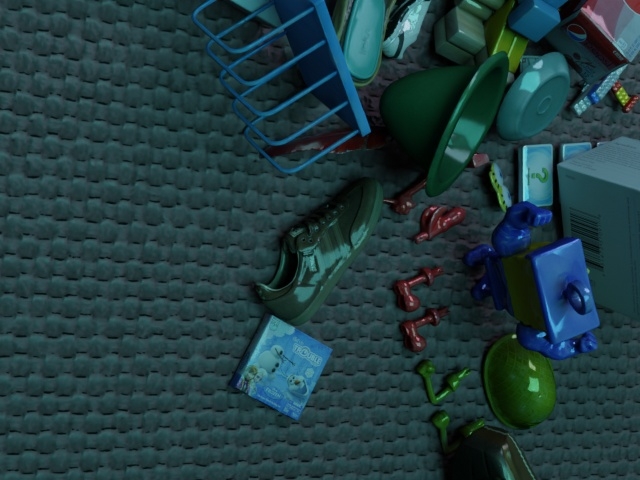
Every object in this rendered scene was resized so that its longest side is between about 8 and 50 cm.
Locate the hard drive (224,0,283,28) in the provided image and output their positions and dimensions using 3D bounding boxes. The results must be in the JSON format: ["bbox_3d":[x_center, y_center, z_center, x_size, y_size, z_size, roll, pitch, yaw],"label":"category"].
[{"bbox_3d":[-0.049,-0.416,1.228,0.233,0.047,0.353,23,95,-43],"label":"hard drive"}]

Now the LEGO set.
[{"bbox_3d":[0.326,-0.165,1.525,0.182,0.060,0.244,-5,97,-33],"label":"LEGO set"}]

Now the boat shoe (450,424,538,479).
[{"bbox_3d":[0.256,0.353,1.515,0.120,0.122,0.324,-36,120,-28],"label":"boat shoe"}]

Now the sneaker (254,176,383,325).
[{"bbox_3d":[0.000,0.000,1.353,0.071,0.066,0.188,36,77,-26],"label":"sneaker"}]

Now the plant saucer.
[{"bbox_3d":[0.252,-0.161,1.435,0.119,0.021,0.119,-33,147,-25],"label":"plant saucer"}]

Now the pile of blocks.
[{"bbox_3d":[0.225,-0.341,1.395,0.112,0.149,0.362,21,86,-30],"label":"pile of blocks"}]

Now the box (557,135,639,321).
[{"bbox_3d":[0.393,-0.010,1.492,0.119,0.182,0.181,-23,117,-26],"label":"box"}]

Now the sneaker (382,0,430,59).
[{"bbox_3d":[0.099,-0.252,1.402,0.109,0.040,0.044,-53,133,-10],"label":"sneaker"}]

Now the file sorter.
[{"bbox_3d":[-0.042,-0.171,1.250,0.104,0.118,0.170,-33,133,-10],"label":"file sorter"}]

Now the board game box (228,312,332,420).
[{"bbox_3d":[-0.043,0.140,1.370,0.090,0.020,0.090,31,79,-28],"label":"board game box"}]

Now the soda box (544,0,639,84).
[{"bbox_3d":[0.381,-0.311,1.489,0.092,0.083,0.263,44,65,-9],"label":"soda box"}]

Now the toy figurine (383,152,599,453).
[{"bbox_3d":[0.224,0.085,1.402,0.191,0.217,0.363,-20,104,-26],"label":"toy figurine"}]

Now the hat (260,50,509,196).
[{"bbox_3d":[0.081,-0.158,1.352,0.208,0.183,0.173,-40,153,-52],"label":"hat"}]

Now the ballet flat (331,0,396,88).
[{"bbox_3d":[0.046,-0.274,1.348,0.080,0.073,0.232,24,77,-25],"label":"ballet flat"}]
